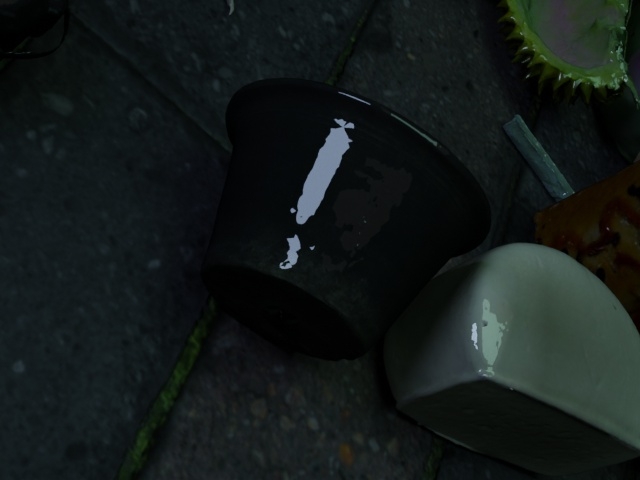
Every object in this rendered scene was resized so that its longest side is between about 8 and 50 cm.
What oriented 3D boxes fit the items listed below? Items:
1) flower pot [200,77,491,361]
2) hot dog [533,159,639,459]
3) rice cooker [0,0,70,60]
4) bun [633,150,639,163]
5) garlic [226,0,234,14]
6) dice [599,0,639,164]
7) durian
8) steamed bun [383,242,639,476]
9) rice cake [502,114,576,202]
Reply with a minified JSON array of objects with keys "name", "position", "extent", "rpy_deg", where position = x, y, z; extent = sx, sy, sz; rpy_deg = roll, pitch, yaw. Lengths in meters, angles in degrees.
[{"name":"flower pot","position":[0.000,0.000,0.901],"extent":[0.235,0.235,0.148],"rpy_deg":[38,64,-22]},{"name":"hot dog","position":[0.422,0.063,1.131],"extent":[0.196,0.365,0.367],"rpy_deg":[-21,81,-44]},{"name":"rice cooker","position":[-0.272,-0.190,0.796],"extent":[0.203,0.118,0.142],"rpy_deg":[13,58,-38]},{"name":"bun","position":[0.493,-0.024,1.281],"extent":[0.165,0.299,0.299],"rpy_deg":[-17,80,-41]},{"name":"garlic","position":[-0.120,-0.353,1.070],"extent":[0.148,0.128,0.266],"rpy_deg":[17,66,-23]},{"name":"dice","position":[0.554,-0.235,1.462],"extent":[0.318,0.330,0.322],"rpy_deg":[20,55,-29]},{"name":"durian","position":[0.318,-0.307,1.384],"extent":[0.158,0.169,0.352],"rpy_deg":[41,56,-34]},{"name":"steamed bun","position":[0.183,0.102,1.040],"extent":[0.242,0.146,0.164],"rpy_deg":[26,54,-29]},{"name":"rice cake","position":[0.251,-0.090,1.310],"extent":[0.121,0.022,0.021],"rpy_deg":[53,40,-7]}]
